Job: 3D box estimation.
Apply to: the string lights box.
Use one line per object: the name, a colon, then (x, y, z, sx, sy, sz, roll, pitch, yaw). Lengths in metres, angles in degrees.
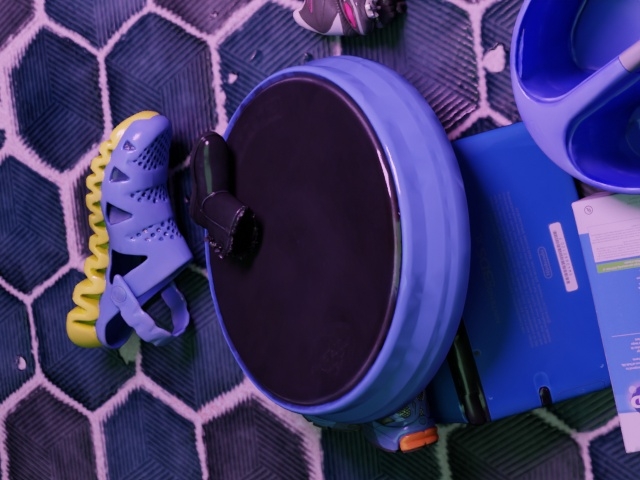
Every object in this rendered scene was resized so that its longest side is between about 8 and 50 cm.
string lights box: (0.348, 0.072, 1.405, 0.133, 0.077, 0.260, -10, 94, 31)

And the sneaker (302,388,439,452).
sneaker: (0.052, 0.167, 1.567, 0.221, 0.083, 0.087, 10, 104, 50)

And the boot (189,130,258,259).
boot: (-0.104, -0.046, 1.535, 0.099, 0.045, 0.121, 42, 131, 47)

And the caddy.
caddy: (0.338, -0.194, 1.302, 0.341, 0.179, 0.241, -37, 81, 29)

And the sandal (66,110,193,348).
sandal: (-0.206, 0.000, 1.689, 0.138, 0.126, 0.317, 20, 117, 21)

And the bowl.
bowl: (0.000, 0.000, 1.498, 0.391, 0.077, 0.391, 4, 95, 54)

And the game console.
game console: (0.160, 0.039, 1.535, 0.250, 0.173, 0.293, -16, 92, 0)

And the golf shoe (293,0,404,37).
golf shoe: (0.008, -0.352, 1.505, 0.120, 0.105, 0.273, 2, 100, 36)
